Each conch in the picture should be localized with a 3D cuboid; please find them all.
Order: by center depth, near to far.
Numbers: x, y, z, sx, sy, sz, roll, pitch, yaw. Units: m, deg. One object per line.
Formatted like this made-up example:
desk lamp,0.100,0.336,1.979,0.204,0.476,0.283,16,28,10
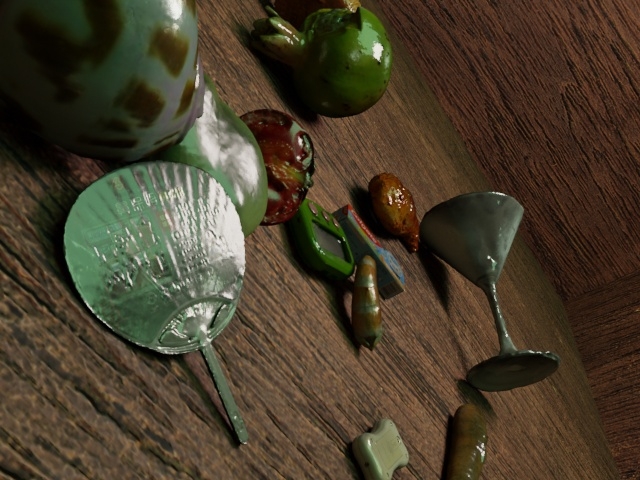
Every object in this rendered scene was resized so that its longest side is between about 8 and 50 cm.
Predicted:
conch,-0.254,-0.239,0.634,0.368,0.197,0.249,24,69,-18

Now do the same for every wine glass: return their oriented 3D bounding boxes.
wine glass,0.394,0.120,1.585,0.267,0.267,0.406,36,36,-48

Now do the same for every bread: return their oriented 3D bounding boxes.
bread,0.171,-0.069,1.519,0.269,0.095,0.139,29,45,-60
bread,-0.009,-0.517,1.549,0.199,0.199,0.104,57,23,-10

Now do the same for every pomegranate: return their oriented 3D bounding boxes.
pomegranate,0.002,-0.370,1.394,0.302,0.236,0.236,6,52,-28

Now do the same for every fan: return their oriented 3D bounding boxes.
fan,-0.155,0.051,0.686,0.223,0.012,0.294,18,62,-47

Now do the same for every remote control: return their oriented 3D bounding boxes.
remote control,0.083,0.292,0.948,0.074,0.032,0.122,65,21,11

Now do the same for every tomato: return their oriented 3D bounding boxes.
tomato,-0.082,-0.097,0.954,0.139,0.159,0.091,18,-8,-15

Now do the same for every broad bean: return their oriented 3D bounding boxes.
broad bean,-0.145,-0.101,0.825,0.228,0.100,0.169,44,48,-20

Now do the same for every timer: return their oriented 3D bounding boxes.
timer,0.000,0.000,1.110,0.140,0.047,0.128,31,35,-52

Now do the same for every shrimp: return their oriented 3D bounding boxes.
shrimp,0.079,0.108,1.151,0.166,0.049,0.161,61,26,-75

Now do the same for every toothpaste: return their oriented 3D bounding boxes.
toothpaste,0.088,0.018,1.290,0.193,0.044,0.070,52,22,-23

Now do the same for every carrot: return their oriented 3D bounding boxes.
carrot,0.245,0.382,1.162,0.070,0.070,0.342,58,23,-7
